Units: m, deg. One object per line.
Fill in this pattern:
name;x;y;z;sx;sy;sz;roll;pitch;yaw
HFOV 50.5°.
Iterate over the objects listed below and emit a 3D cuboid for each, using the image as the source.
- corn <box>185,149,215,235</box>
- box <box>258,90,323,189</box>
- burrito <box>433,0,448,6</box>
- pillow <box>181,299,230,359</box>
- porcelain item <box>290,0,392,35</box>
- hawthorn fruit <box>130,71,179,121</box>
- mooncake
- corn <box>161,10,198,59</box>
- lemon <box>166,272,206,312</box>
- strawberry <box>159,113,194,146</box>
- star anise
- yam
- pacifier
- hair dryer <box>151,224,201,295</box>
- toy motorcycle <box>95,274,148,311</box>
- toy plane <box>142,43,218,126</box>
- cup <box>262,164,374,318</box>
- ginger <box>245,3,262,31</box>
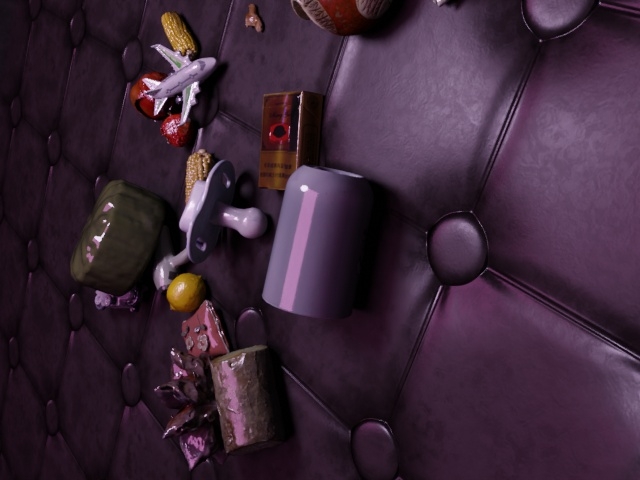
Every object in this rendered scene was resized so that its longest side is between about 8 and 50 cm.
corn;-0.343;-0.122;1.933;0.086;0.086;0.288;-10;77;46
box;-0.077;-0.243;1.683;0.159;0.071;0.240;9;96;48
burrito;0.261;-0.523;1.347;0.118;0.044;0.074;-51;53;31
pillow;-0.339;0.280;1.939;0.179;0.075;0.171;-39;66;41
porcelain item;0.038;-0.572;1.453;0.253;0.253;0.253;-2;88;47
hawthorn fruit;-0.499;-0.433;2.087;0.172;0.148;0.148;50;125;15
mooncake;-0.640;-0.011;2.113;0.356;0.194;0.356;-41;35;37
corn;-0.431;-0.625;2.067;0.072;0.072;0.203;-52;53;32
lemon;-0.390;0.154;1.973;0.133;0.109;0.109;-51;51;3
strawberry;-0.421;-0.332;2.034;0.106;0.106;0.106;-2;88;47
star anise;-0.305;0.431;1.757;0.117;0.331;0.332;-19;74;26
yam;-0.184;0.398;1.710;0.161;0.161;0.268;-25;71;43
pacifier;-0.245;-0.058;1.799;0.225;0.238;0.287;18;74;15
hair dryer;-0.430;0.009;2.064;0.267;0.092;0.229;-47;50;19
toy motorcycle;-0.679;0.152;2.290;0.260;0.110;0.171;-10;70;41
toy plane;-0.396;-0.466;1.966;0.255;0.101;0.251;-21;86;21
cup;0.000;0.000;1.495;0.205;0.205;0.312;22;104;45
ginger;-0.186;-0.596;1.832;0.048;0.030;0.097;-39;60;37
